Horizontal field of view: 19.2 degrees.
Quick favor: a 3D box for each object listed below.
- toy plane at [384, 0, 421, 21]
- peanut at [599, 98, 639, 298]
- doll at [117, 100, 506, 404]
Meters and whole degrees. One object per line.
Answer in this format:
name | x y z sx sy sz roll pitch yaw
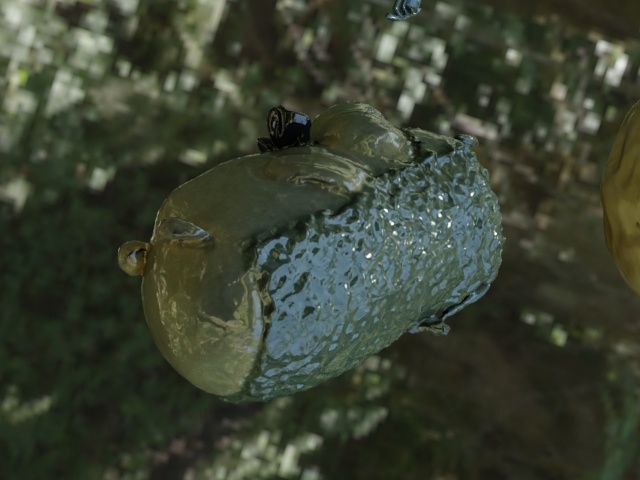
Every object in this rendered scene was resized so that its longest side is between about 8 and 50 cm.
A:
toy plane | 0.037 -0.202 1.331 0.235 0.096 0.060 -38 152 -72
peanut | 0.201 -0.022 0.878 0.159 0.140 0.109 -31 179 -37
doll | 0.000 0.000 1.682 0.247 0.350 0.247 36 -47 50
